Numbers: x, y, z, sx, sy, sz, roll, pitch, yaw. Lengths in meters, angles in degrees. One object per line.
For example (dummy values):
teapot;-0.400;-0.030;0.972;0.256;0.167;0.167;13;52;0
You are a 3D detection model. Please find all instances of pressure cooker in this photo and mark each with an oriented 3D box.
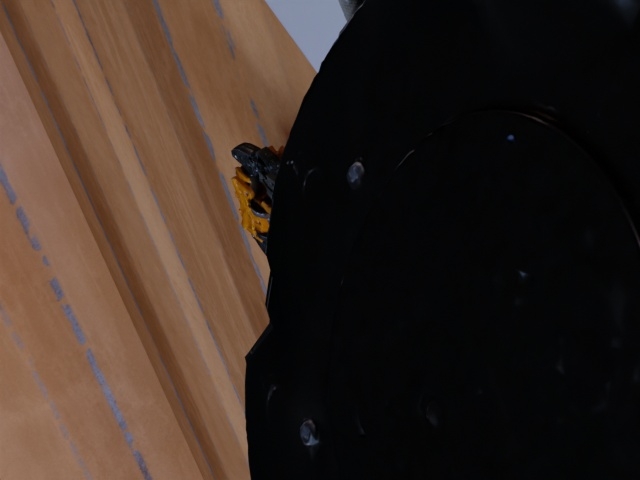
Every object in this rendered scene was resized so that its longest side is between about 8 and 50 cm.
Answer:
pressure cooker;0.225;0.055;0.541;0.370;0.421;0.375;2;87;58

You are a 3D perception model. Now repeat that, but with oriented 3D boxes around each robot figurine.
robot figurine;0.000;0.000;1.505;0.291;0.085;0.211;43;155;36

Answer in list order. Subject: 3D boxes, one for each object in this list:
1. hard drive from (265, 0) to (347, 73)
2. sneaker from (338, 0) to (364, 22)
hard drive;0.068;-0.187;1.036;0.353;0.047;0.233;54;143;10
sneaker;0.056;-0.224;0.898;0.110;0.118;0.292;-7;96;36
